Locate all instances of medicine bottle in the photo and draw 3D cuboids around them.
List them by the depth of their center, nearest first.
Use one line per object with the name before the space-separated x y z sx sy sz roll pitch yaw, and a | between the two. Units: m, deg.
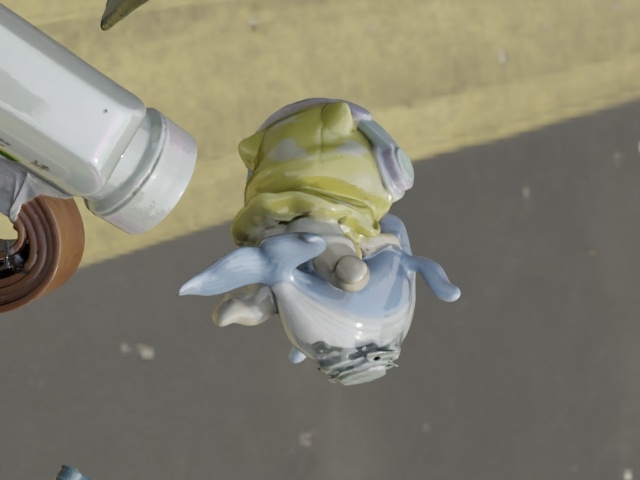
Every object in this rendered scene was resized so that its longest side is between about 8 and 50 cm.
medicine bottle | -0.247 -0.119 1.383 0.296 0.161 0.111 32 83 -33

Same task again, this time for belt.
belt | -0.387 -0.020 1.763 0.105 0.261 0.184 -42 140 -78

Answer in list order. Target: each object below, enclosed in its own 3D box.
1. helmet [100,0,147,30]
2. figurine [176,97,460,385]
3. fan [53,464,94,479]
helmet | -0.084 -0.261 1.042 0.137 0.204 0.257 52 36 -14
figurine | 0.000 0.000 1.022 0.208 0.128 0.184 -3 73 -64
fan | -0.084 0.195 1.064 0.193 0.038 0.016 28 75 -1
